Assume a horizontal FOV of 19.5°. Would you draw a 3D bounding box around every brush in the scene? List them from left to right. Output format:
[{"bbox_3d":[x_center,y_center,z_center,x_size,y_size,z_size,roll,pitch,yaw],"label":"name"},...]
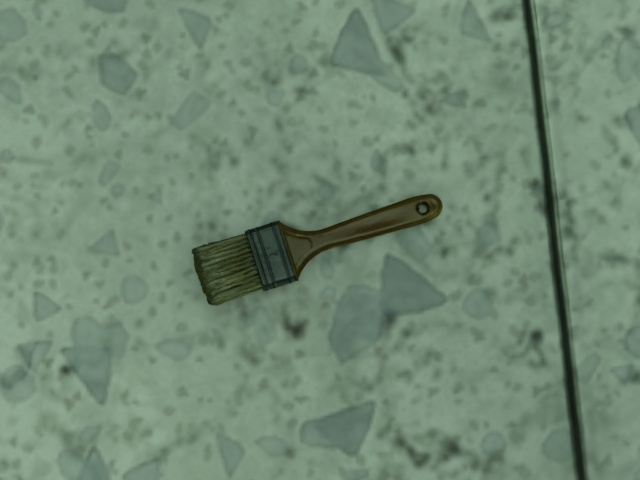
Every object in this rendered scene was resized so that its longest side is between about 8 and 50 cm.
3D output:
[{"bbox_3d":[0.000,0.000,1.236,0.170,0.014,0.043,-17,82,-4],"label":"brush"}]
